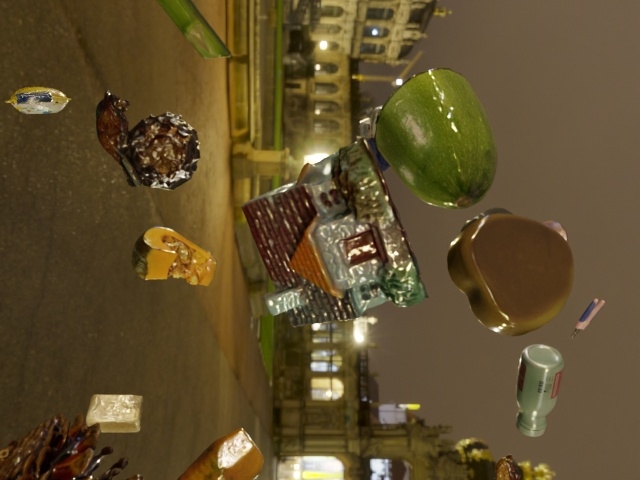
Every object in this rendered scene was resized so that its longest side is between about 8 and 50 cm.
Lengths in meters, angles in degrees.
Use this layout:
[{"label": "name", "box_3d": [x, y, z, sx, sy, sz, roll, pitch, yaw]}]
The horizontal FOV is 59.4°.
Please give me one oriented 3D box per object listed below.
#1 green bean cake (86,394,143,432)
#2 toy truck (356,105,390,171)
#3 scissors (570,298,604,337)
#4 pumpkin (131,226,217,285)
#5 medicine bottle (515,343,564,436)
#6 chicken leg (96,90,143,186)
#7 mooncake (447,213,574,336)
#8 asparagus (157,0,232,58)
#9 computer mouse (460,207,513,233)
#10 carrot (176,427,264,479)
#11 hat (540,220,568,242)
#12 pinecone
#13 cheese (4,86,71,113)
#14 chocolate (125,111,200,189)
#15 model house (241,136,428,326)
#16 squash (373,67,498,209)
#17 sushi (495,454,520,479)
[{"label": "green bean cake", "box_3d": [-0.715, 0.603, 1.956, 0.109, 0.179, 0.085, -102, -159, -47]}, {"label": "toy truck", "box_3d": [0.212, -0.349, 1.896, 0.161, 0.177, 0.213, -33, 126, -47]}, {"label": "scissors", "box_3d": [0.626, 0.185, 1.321, 0.113, 0.039, 0.012, -64, -144, 21]}, {"label": "pumpkin", "box_3d": [-0.527, 0.074, 1.982, 0.139, 0.280, 0.190, -62, 173, 24]}, {"label": "medicine bottle", "box_3d": [0.495, 0.347, 1.286, 0.090, 0.090, 0.216, -93, -179, -62]}, {"label": "chicken leg", "box_3d": [-0.496, -0.245, 1.381, 0.051, 0.106, 0.253, -51, 147, -44]}, {"label": "mooncake", "box_3d": [0.377, 0.058, 1.102, 0.117, 0.235, 0.234, 116, -24, -67]}, {"label": "asparagus", "box_3d": [-0.280, -0.463, 1.109, 0.067, 0.277, 0.060, -42, -170, -36]}, {"label": "computer mouse", "box_3d": [0.504, -0.037, 1.677, 0.062, 0.192, 0.105, 95, -29, -70]}, {"label": "carrot", "box_3d": [-0.247, 0.507, 1.110, 0.114, 0.302, 0.114, 44, -17, 17]}, {"label": "hat", "box_3d": [0.576, 0.046, 1.458, 0.205, 0.089, 0.205, -160, -90, -76]}, {"label": "pinecone", "box_3d": [-0.406, 0.425, 0.919, 0.292, 0.246, 0.246, 43, 23, -26]}, {"label": "cheese", "box_3d": [-0.718, -0.357, 1.422, 0.250, 0.157, 0.064, -158, -118, -69]}, {"label": "chocolate", "box_3d": [-0.424, -0.239, 1.562, 0.177, 0.206, 0.224, 32, -69, 57]}, {"label": "model house", "box_3d": [0.000, 0.000, 1.214, 0.297, 0.339, 0.360, -93, 162, -76]}, {"label": "squash", "box_3d": [0.329, -0.231, 1.417, 0.309, 0.310, 0.310, -116, -157, -47]}, {"label": "sushi", "box_3d": [0.366, 0.465, 1.089, 0.050, 0.047, 0.099, -11, 89, -61]}]
